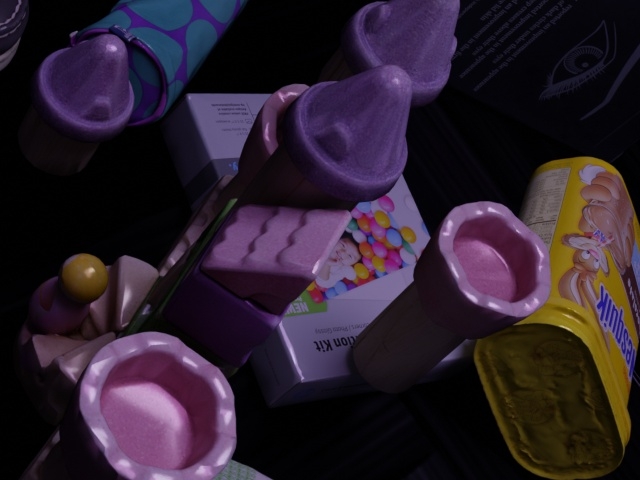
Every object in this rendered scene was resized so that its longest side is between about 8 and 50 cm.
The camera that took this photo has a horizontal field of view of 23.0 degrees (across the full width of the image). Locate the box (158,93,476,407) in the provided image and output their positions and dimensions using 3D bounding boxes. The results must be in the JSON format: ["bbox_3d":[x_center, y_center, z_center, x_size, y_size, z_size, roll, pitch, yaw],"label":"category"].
[{"bbox_3d":[0.000,0.000,0.926,0.145,0.038,0.186,-4,64,-41],"label":"box"}]

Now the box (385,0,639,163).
[{"bbox_3d":[0.172,-0.166,1.108,0.207,0.153,0.108,24,47,-27],"label":"box"}]

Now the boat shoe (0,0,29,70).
[{"bbox_3d":[-0.269,-0.179,0.791,0.285,0.092,0.103,31,45,-19],"label":"boat shoe"}]

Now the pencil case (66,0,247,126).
[{"bbox_3d":[-0.091,-0.133,0.927,0.070,0.064,0.152,33,43,-3],"label":"pencil case"}]

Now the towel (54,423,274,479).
[{"bbox_3d":[-0.071,0.150,0.773,0.152,0.023,0.113,27,44,-19],"label":"towel"}]

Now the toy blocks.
[{"bbox_3d":[-0.047,0.003,0.684,0.309,0.260,0.288,36,48,-6],"label":"toy blocks"}]

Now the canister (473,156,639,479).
[{"bbox_3d":[0.155,0.043,0.972,0.126,0.073,0.170,66,30,-31],"label":"canister"}]
